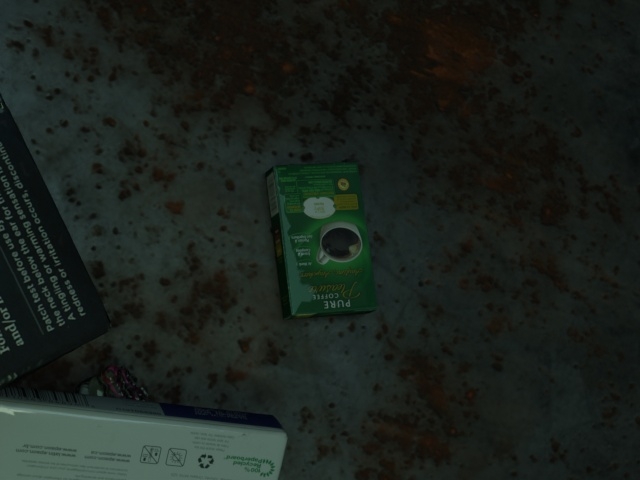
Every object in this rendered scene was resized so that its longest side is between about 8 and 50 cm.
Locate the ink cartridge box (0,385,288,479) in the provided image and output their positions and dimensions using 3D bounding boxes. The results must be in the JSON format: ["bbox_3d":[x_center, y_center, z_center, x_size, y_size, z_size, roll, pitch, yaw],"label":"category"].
[{"bbox_3d":[-0.226,0.328,1.641,0.324,0.071,0.330,9,103,-20],"label":"ink cartridge box"}]

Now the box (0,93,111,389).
[{"bbox_3d":[-0.520,0.090,1.331,0.472,0.480,0.297,-25,90,-37],"label":"box"}]

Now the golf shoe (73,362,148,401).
[{"bbox_3d":[-0.205,0.225,1.710,0.086,0.067,0.186,-32,102,13],"label":"golf shoe"}]

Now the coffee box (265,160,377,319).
[{"bbox_3d":[0.000,0.000,1.846,0.113,0.040,0.184,-5,79,-22],"label":"coffee box"}]
